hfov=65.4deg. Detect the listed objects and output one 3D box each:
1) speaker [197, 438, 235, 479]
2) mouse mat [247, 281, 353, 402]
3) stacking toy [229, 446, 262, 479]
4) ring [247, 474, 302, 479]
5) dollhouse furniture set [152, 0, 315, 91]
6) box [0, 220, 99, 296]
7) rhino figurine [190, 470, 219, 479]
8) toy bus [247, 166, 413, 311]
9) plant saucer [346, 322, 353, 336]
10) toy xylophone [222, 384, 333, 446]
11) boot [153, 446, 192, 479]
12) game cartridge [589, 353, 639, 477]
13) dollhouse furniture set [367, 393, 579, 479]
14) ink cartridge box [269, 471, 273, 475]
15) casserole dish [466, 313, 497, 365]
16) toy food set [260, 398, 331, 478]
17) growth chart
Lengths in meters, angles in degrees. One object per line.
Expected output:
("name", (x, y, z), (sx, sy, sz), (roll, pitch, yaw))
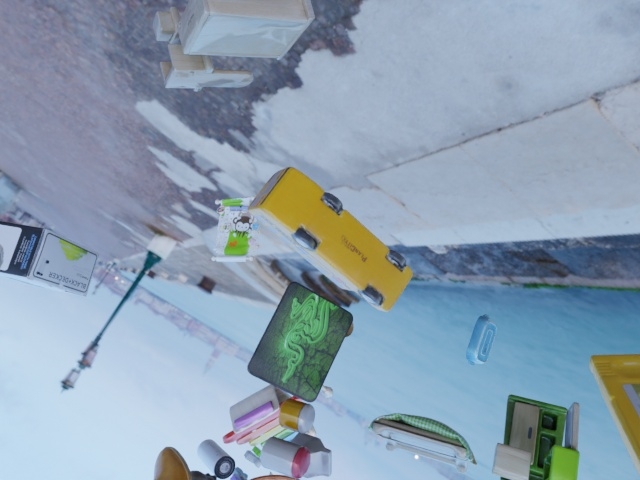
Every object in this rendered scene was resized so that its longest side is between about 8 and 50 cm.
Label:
("speaker", (-0.260, 0.538, 1.234), (0.055, 0.055, 0.136), (37, 160, -24))
("mouse mat", (-0.034, 0.192, 0.942), (0.152, 0.190, 0.007), (31, 165, -16))
("stacking toy", (-0.226, 0.649, 1.363), (0.052, 0.167, 0.221), (36, 165, 5))
("ring", (-0.106, 0.688, 1.073), (0.336, 0.337, 0.032), (31, 164, -2))
("dollhouse furniture set", (-0.160, -0.463, 0.771), (0.173, 0.356, 0.303), (-11, 172, -34))
("box", (-0.574, 0.021, 0.886), (0.290, 0.087, 0.169), (9, 165, 11))
("rhino figurine", (-0.357, 0.768, 1.406), (0.106, 0.243, 0.073), (24, 128, -19))
("toy bus", (0.024, 0.004, 0.986), (0.332, 0.108, 0.130), (40, 163, -18))
("plant saucer", (0.059, 0.247, 1.467), (0.083, 0.083, 0.015), (34, 139, -12))
("toy xylophone", (-0.089, 0.424, 1.224), (0.081, 0.236, 0.323), (60, -173, 35))
("boot", (-0.329, 0.486, 0.872), (0.211, 0.104, 0.295), (4, -160, -31))
("game cartridge", (0.760, 0.358, 1.033), (0.285, 0.324, 0.053), (-4, 122, 10))
("dollhouse furniture set", (0.254, 0.302, 0.837), (0.301, 0.151, 0.197), (9, 152, 20))
("ink cartridge box", (-0.182, 0.894, 1.555), (0.060, 0.275, 0.239), (0, 137, 18))
("casserole dish", (0.571, 0.354, 1.754), (0.114, 0.188, 0.037), (29, 169, -40))
("toy food set", (-0.010, 0.339, 0.671), (0.104, 0.232, 0.111), (7, -165, 27))
("growth chart", (-0.265, -0.037, 1.565), (0.172, 0.237, 0.021), (-10, 153, 20))
